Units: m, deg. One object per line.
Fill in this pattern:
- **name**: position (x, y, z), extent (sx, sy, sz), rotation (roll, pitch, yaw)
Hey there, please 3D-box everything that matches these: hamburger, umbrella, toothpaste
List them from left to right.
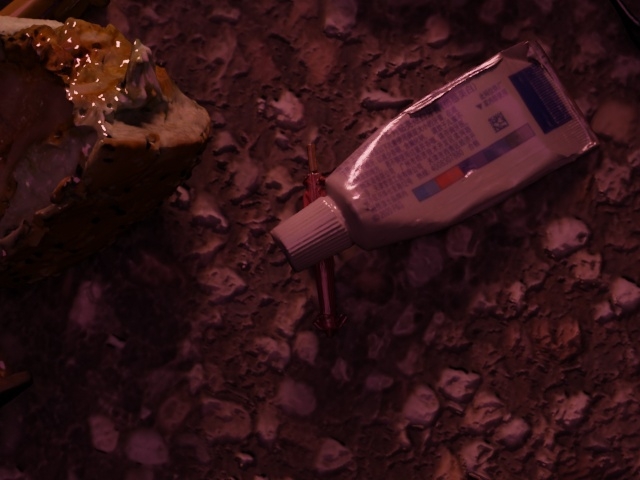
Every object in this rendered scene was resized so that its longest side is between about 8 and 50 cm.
- **hamburger**: position (-0.219, -0.076, 1.122), extent (0.288, 0.192, 0.168), rotation (-38, 73, 36)
- **umbrella**: position (0.000, 0.000, 1.159), extent (0.025, 0.027, 0.165), rotation (-10, 84, 52)
- **toothpaste**: position (0.087, -0.060, 1.131), extent (0.282, 0.068, 0.099), rotation (-30, 112, -8)

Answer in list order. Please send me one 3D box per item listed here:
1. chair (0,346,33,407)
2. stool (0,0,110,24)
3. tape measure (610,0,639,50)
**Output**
- **chair**: position (-0.350, 0.179, 1.062), extent (0.240, 0.203, 0.416), rotation (-38, 80, 39)
- **stool**: position (-0.255, -0.219, 1.169), extent (0.110, 0.135, 0.134), rotation (-33, 37, 7)
- **tape measure**: position (0.282, -0.222, 1.134), extent (0.104, 0.107, 0.180), rotation (6, 126, 34)
